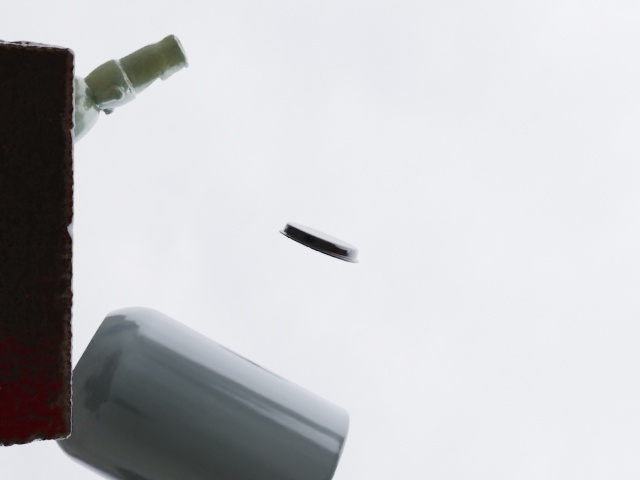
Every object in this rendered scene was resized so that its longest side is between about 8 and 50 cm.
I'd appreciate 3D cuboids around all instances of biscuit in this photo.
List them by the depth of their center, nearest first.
[{"bbox_3d":[-0.289,0.008,0.974,0.073,0.107,0.389,14,-76,57],"label":"biscuit"}]

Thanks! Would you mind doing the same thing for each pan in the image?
[{"bbox_3d":[0.000,0.000,1.692,0.136,0.235,0.028,22,-88,-1],"label":"pan"}]

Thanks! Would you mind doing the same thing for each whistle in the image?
[{"bbox_3d":[-0.275,-0.168,1.213,0.258,0.067,0.126,-27,-146,-5],"label":"whistle"}]

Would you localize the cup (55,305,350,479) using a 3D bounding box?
[{"bbox_3d":[-0.143,0.216,1.211,0.312,0.205,0.205,31,-65,-6],"label":"cup"}]
